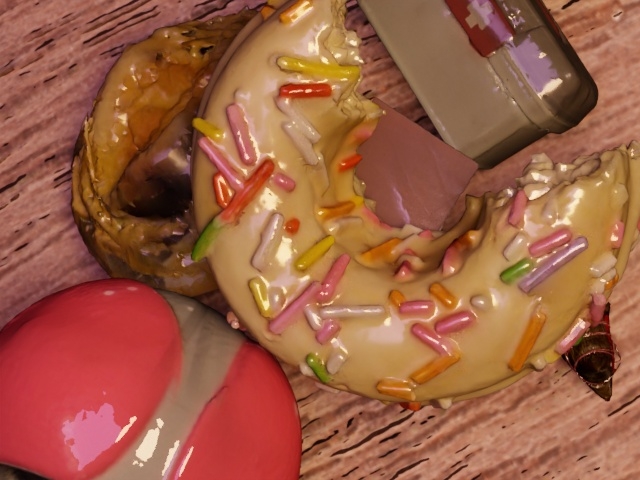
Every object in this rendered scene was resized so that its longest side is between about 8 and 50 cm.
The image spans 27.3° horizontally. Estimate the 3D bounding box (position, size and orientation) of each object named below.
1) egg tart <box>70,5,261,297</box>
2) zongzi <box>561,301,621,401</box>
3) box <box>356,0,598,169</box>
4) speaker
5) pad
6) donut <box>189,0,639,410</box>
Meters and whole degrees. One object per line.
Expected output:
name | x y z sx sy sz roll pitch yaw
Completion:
egg tart | -0.125 -0.095 1.212 0.297 0.132 0.297 -9 68 25
zongzi | 0.240 0.109 1.161 0.067 0.073 0.083 -21 39 10
box | 0.140 -0.173 1.167 0.129 0.148 0.210 -35 77 19
speaker | -0.169 0.166 1.118 0.294 0.294 0.294 -2 83 13
pad | 0.045 -0.016 1.144 0.113 0.006 0.187 35 105 19
donut | 0.052 -0.020 1.048 0.371 0.150 0.307 34 104 5
